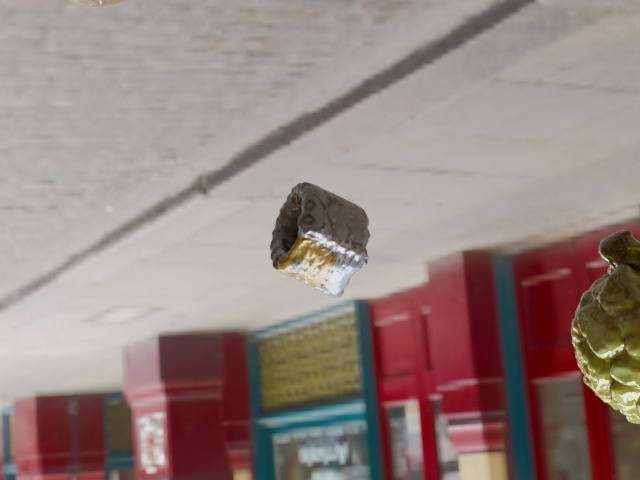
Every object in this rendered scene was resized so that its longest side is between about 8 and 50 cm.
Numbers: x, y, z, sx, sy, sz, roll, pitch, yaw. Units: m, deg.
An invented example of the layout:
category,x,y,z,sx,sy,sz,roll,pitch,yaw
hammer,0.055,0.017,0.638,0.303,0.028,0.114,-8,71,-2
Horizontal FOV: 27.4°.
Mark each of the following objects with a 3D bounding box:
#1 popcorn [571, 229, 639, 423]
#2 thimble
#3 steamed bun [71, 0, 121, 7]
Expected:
category,x,y,z,sx,sy,sz,roll,pitch,yaw
popcorn,0.434,0.106,1.584,0.270,0.258,0.224,35,150,2
thimble,0.001,-0.003,1.893,0.118,0.151,0.127,23,124,-17
steamed bun,-0.280,-0.460,1.710,0.199,0.301,0.251,10,173,10
